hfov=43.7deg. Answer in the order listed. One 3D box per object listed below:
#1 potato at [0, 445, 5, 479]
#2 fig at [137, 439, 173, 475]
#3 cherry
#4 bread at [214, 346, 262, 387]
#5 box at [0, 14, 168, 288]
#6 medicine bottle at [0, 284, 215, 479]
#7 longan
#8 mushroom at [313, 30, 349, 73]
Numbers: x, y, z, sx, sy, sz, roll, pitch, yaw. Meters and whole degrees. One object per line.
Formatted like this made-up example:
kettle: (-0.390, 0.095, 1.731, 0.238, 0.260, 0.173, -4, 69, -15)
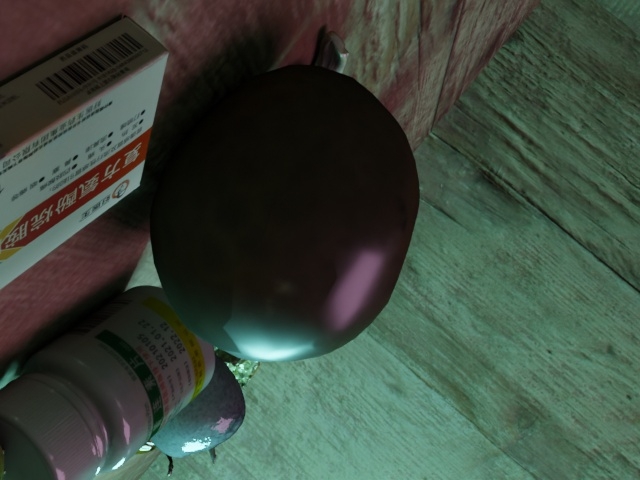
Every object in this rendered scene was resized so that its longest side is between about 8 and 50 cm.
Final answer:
potato: (-0.482, 0.318, 0.988, 0.228, 0.148, 0.197, -52, -174, 12)
fig: (-0.424, 0.436, 1.885, 0.148, 0.202, 0.149, -61, 146, -40)
cherry: (-0.285, 0.340, 1.712, 0.218, 0.296, 0.255, -34, -173, -18)
bread: (-0.184, 0.171, 1.861, 0.270, 0.211, 0.316, -57, -179, -28)
box: (-0.288, -0.034, 0.699, 0.353, 0.069, 0.214, -43, 170, -36)
medicine bottle: (-0.331, 0.229, 1.187, 0.339, 0.208, 0.208, -41, 169, -52)
longan: (-0.051, -0.032, 1.073, 0.336, 0.404, 0.404, 16, 124, -34)
mushroom: (0.016, -0.280, 1.308, 0.054, 0.059, 0.202, -51, 172, -18)
